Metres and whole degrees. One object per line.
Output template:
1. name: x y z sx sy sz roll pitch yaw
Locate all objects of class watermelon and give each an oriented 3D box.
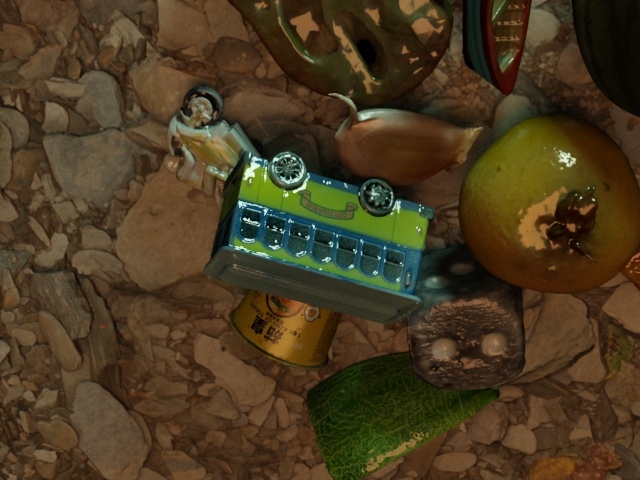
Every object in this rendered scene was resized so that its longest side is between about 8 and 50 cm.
1. watermelon: 0.474 -0.309 1.413 0.278 0.279 0.359 -8 119 9

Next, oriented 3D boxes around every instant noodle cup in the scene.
1. instant noodle cup: -0.039 0.101 1.742 0.182 0.182 0.144 24 106 -7

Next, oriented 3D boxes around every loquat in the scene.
1. loquat: 0.342 -0.052 1.565 0.274 0.275 0.275 2 117 4

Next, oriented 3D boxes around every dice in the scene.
1. dice: 0.233 0.122 1.713 0.183 0.182 0.181 -5 118 9

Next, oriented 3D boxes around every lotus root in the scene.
1. lotus root: 0.031 -0.387 1.504 0.374 0.111 0.390 7 122 16

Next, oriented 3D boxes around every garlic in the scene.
1. garlic: 0.085 -0.149 1.587 0.266 0.128 0.148 3 123 -37

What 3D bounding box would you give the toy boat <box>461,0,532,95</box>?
1. toy boat: 0.243 -0.336 1.448 0.079 0.136 0.392 30 156 19

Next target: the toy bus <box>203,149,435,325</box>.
1. toy bus: 0.000 0.000 1.597 0.312 0.190 0.152 16 158 -14

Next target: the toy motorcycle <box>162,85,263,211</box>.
1. toy motorcycle: -0.174 -0.129 1.686 0.151 0.074 0.229 -22 115 19

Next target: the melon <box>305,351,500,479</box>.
1. melon: 0.147 0.285 1.845 0.323 0.196 0.124 -26 147 10

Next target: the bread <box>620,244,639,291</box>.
1. bread: 0.587 -0.022 1.664 0.271 0.077 0.139 -41 103 21
